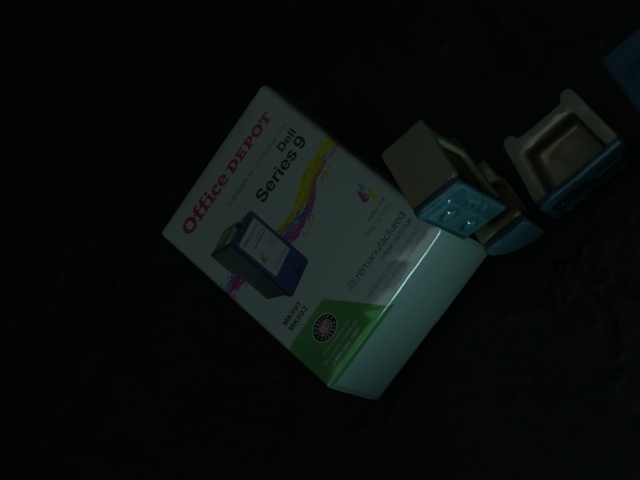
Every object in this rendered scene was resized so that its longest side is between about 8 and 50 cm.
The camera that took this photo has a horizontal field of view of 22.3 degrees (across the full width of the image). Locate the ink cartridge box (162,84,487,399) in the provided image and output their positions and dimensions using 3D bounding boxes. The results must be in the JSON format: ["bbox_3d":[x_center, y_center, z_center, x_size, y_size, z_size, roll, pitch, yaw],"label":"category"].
[{"bbox_3d":[0.000,0.000,1.292,0.212,0.093,0.154,42,100,31],"label":"ink cartridge box"}]

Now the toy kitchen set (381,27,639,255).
[{"bbox_3d":[0.180,-0.065,1.164,0.207,0.166,0.122,-41,63,15],"label":"toy kitchen set"}]
